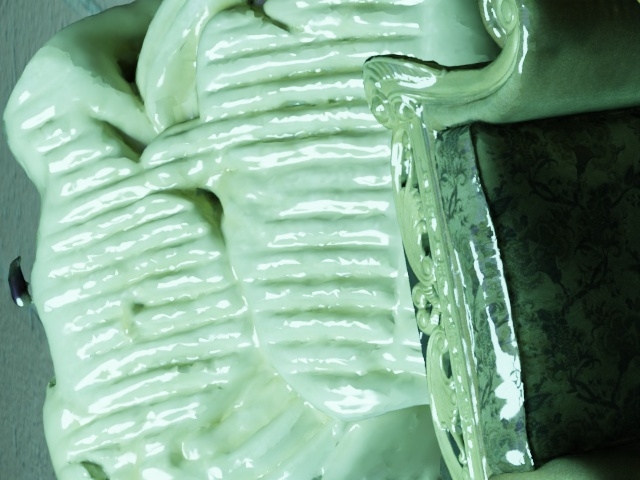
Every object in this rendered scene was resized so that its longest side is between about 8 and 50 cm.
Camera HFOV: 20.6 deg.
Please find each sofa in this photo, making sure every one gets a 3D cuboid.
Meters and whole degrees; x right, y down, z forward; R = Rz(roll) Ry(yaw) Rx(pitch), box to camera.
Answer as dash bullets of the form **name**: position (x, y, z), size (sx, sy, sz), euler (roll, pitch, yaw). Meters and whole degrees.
- **sofa**: position (0.153, 0.008, 0.714), size (0.182, 0.200, 0.258), euler (162, 99, -66)

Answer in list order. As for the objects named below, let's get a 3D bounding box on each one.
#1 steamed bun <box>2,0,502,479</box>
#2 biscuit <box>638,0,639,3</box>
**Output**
- **steamed bun**: position (0.000, 0.000, 0.986), size (0.346, 0.237, 0.394), euler (34, 100, 29)
- **biscuit**: position (0.169, -0.221, 0.566), size (0.326, 0.107, 0.326), euler (-161, 90, -84)
